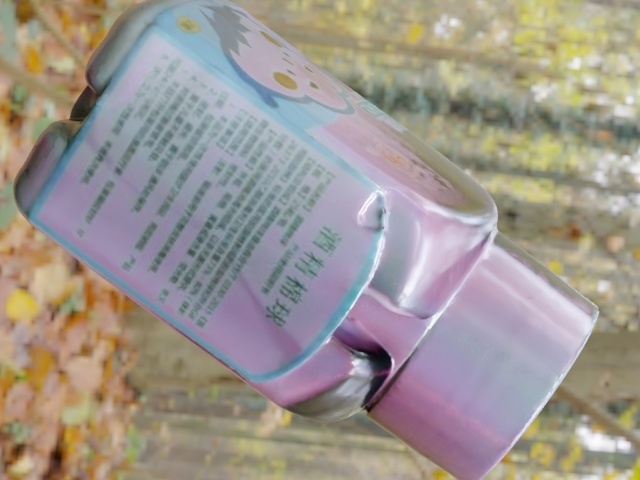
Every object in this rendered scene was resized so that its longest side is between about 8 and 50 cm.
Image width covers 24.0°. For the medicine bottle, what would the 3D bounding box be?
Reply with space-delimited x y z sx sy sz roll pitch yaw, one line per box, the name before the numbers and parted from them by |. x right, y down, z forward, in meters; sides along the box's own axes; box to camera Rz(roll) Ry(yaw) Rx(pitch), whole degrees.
medicine bottle | 0.000 0.000 0.536 0.094 0.188 0.119 -54 177 14
